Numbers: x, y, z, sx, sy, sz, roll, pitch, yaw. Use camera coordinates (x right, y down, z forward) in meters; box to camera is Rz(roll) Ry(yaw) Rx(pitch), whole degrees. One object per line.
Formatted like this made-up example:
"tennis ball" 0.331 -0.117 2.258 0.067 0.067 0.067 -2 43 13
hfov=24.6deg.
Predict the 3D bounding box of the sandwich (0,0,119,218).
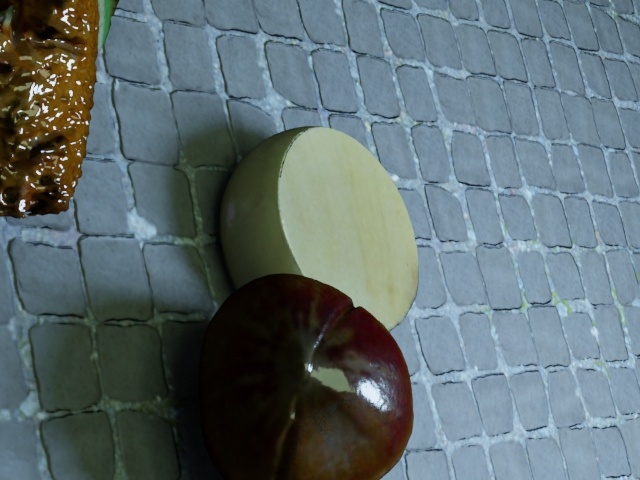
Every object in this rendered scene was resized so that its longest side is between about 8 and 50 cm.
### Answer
"sandwich" -0.276 -0.156 1.284 0.162 0.250 0.301 12 81 1

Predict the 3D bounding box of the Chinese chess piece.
"Chinese chess piece" 0.000 0.000 1.588 0.251 0.097 0.250 26 53 -42

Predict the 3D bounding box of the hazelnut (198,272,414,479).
"hazelnut" -0.022 0.140 1.398 0.229 0.229 0.229 25 54 -41
